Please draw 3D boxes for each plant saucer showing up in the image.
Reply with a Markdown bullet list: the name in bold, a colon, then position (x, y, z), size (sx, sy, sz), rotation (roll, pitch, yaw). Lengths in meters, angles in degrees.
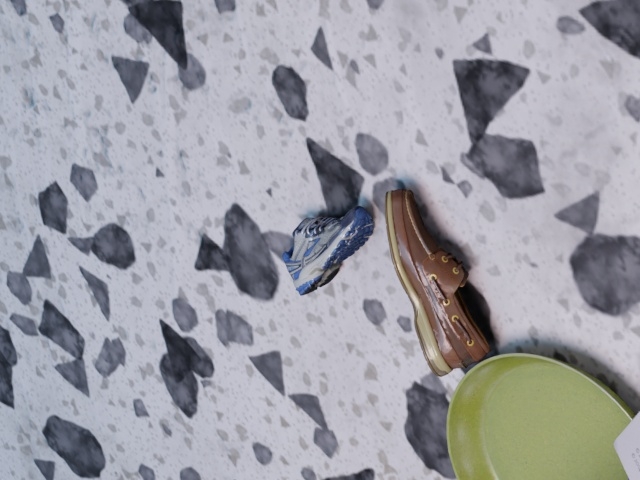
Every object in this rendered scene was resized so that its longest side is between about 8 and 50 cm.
- **plant saucer**: position (0.222, 0.205, 1.750), size (0.241, 0.037, 0.241), rotation (22, 126, 34)

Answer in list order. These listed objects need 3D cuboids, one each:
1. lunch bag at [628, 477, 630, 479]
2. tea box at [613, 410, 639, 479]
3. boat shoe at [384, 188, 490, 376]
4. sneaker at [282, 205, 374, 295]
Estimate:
- **lunch bag**: position (0.311, 0.400, 1.513), size (0.385, 0.239, 0.328), rotation (64, 143, 22)
- **tea box**: position (0.426, 0.202, 1.257), size (0.220, 0.324, 0.329), rotation (-60, 39, 45)
- **boat shoe**: position (0.106, 0.033, 1.755), size (0.060, 0.064, 0.178), rotation (-18, 93, 14)
- **sneaker**: position (0.000, 0.000, 1.839), size (0.058, 0.052, 0.135), rotation (55, 138, 11)
